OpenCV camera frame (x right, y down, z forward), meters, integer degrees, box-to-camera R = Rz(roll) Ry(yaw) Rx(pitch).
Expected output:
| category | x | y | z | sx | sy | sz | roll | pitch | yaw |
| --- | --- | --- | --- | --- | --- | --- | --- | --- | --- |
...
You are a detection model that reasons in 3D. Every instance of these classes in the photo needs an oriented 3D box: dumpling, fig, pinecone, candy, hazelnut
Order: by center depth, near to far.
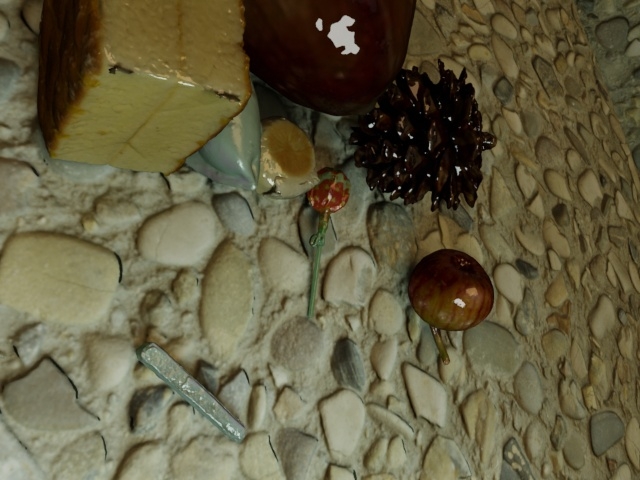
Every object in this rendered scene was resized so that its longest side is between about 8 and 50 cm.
| category | x | y | z | sx | sy | sz | roll | pitch | yaw |
| --- | --- | --- | --- | --- | --- | --- | --- | --- | --- |
| dumpling | -0.156 | -0.176 | 0.848 | 0.105 | 0.149 | 0.216 | -10 | 85 | -40 |
| hazelnut | -0.004 | -0.406 | 0.901 | 0.353 | 0.421 | 0.420 | -16 | 85 | -10 |
| candy | -0.001 | 0.000 | 0.983 | 0.078 | 0.084 | 0.287 | 17 | 75 | -33 |
| pinecone | 0.193 | -0.205 | 1.055 | 0.242 | 0.296 | 0.298 | -13 | 105 | -53 |
| fig | 0.255 | 0.126 | 1.102 | 0.175 | 0.207 | 0.175 | 11 | 39 | -9 |

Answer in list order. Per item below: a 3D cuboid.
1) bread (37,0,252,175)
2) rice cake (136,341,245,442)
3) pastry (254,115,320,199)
| category | x | y | z | sx | sy | sz | roll | pitch | yaw |
| --- | --- | --- | --- | --- | --- | --- | --- | --- | --- |
| bread | -0.249 | -0.263 | 0.719 | 0.207 | 0.279 | 0.278 | 2 | 77 | -38 |
| rice cake | -0.184 | 0.220 | 0.769 | 0.207 | 0.033 | 0.033 | 48 | 62 | -17 |
| pastry | -0.077 | -0.145 | 0.944 | 0.166 | 0.088 | 0.165 | 13 | 67 | -34 |
